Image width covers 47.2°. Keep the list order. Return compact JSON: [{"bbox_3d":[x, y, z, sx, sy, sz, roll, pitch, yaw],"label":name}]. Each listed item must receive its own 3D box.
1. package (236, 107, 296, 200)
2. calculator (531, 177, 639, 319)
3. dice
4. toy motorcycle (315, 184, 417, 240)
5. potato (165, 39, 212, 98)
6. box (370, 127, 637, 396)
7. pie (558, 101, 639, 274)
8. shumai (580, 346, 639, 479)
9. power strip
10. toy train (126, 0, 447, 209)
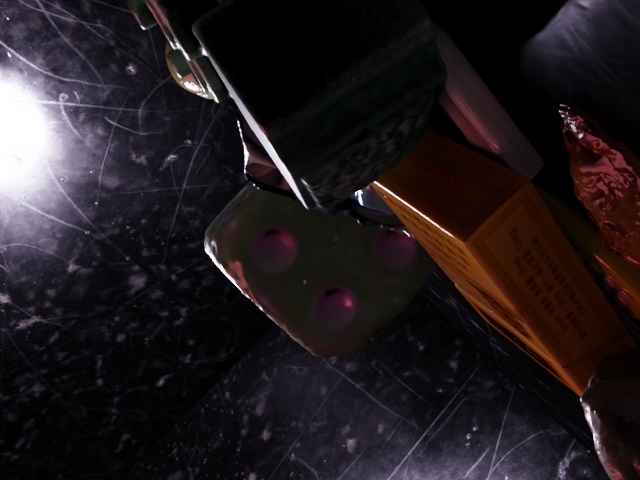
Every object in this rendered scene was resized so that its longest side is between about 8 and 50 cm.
[{"bbox_3d":[-0.060,-0.176,0.857,0.062,0.203,0.251,0,163,11],"label":"package"},{"bbox_3d":[0.217,-0.009,0.695,0.235,0.032,0.146,43,178,19],"label":"calculator"},{"bbox_3d":[0.000,0.000,1.328,0.322,0.330,0.318,44,-179,-11],"label":"dice"},{"bbox_3d":[0.061,-0.082,0.845,0.206,0.154,0.260,35,-176,4],"label":"toy motorcycle"},{"bbox_3d":[-0.235,-0.374,1.532,0.157,0.157,0.194,45,-168,12],"label":"potato"},{"bbox_3d":[0.173,0.024,0.691,0.274,0.076,0.174,46,180,-35],"label":"box"},{"bbox_3d":[0.216,-0.016,0.511,0.088,0.033,0.191,38,174,45],"label":"pie"},{"bbox_3d":[0.319,0.151,0.587,0.201,0.201,0.120,45,137,23],"label":"shumai"},{"bbox_3d":[0.126,-0.103,0.593,0.191,0.030,0.047,46,178,-22],"label":"power strip"},{"bbox_3d":[-0.026,-0.145,0.562,0.238,0.167,0.299,56,-179,6],"label":"toy train"}]
